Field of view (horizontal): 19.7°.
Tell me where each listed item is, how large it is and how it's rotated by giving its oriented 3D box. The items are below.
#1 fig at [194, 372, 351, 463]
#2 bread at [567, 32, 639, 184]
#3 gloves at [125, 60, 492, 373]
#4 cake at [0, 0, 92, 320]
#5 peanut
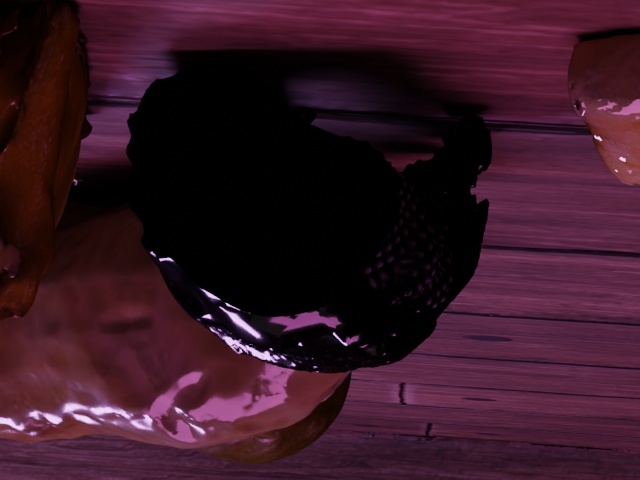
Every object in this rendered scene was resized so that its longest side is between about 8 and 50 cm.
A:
[{"bbox_3d":[-0.028,0.043,0.971,0.124,0.124,0.236,6,159,-12],"label":"fig"},{"bbox_3d":[0.118,-0.042,0.591,0.070,0.035,0.083,-1,163,26],"label":"bread"},{"bbox_3d":[0.002,0.003,0.689,0.129,0.106,0.181,-1,166,19],"label":"gloves"},{"bbox_3d":[-0.119,-0.049,0.646,0.080,0.116,0.185,9,-158,0],"label":"cake"},{"bbox_3d":[-0.097,0.037,0.886,0.290,0.130,0.130,-2,169,39],"label":"peanut"}]
